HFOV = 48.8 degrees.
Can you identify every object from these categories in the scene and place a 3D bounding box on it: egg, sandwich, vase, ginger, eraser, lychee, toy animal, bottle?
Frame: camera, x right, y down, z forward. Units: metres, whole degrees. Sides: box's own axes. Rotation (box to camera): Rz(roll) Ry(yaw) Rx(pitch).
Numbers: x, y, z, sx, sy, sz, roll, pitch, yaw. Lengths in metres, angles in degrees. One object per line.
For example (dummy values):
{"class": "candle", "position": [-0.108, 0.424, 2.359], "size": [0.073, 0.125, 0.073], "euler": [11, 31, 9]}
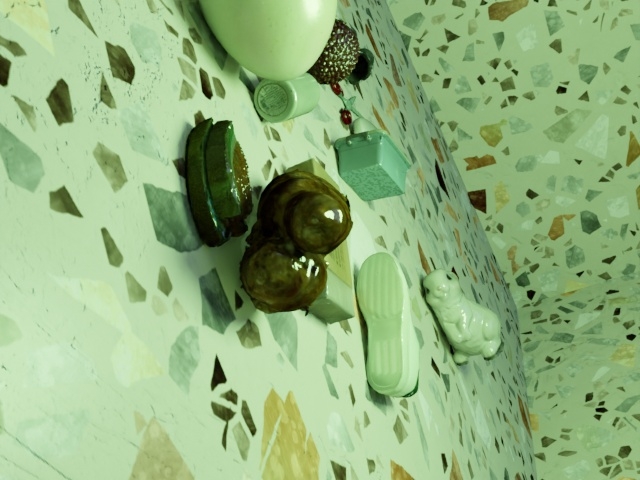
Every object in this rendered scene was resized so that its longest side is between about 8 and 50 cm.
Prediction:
{"class": "egg", "position": [-0.104, -0.499, 1.433], "size": [0.283, 0.282, 0.345], "euler": [-55, 132, -65]}
{"class": "sandwich", "position": [-0.161, -0.092, 1.208], "size": [0.159, 0.079, 0.235], "euler": [51, 28, -42]}
{"class": "vase", "position": [0.133, -0.600, 2.389], "size": [0.116, 0.115, 0.237], "euler": [65, 19, -14]}
{"class": "ginger", "position": [-0.048, -0.006, 1.278], "size": [0.176, 0.254, 0.418], "euler": [31, 14, -10]}
{"class": "eraser", "position": [0.000, 0.000, 1.535], "size": [0.144, 0.078, 0.344], "euler": [41, 36, -52]}
{"class": "lychee", "position": [0.020, -0.513, 1.925], "size": [0.188, 0.188, 0.188], "euler": [51, 28, -41]}
{"class": "toy animal", "position": [0.471, 0.236, 2.386], "size": [0.357, 0.193, 0.258], "euler": [57, 33, -12]}
{"class": "bottle", "position": [-0.066, -0.337, 1.635], "size": [0.104, 0.104, 0.245], "euler": [67, 22, -9]}

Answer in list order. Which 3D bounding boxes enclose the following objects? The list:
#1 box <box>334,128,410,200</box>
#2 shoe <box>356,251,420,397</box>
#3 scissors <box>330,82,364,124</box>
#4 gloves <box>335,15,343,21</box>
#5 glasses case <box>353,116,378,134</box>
{"class": "box", "position": [0.148, -0.212, 1.997], "size": [0.227, 0.162, 0.130], "euler": [39, 48, -54]}
{"class": "shoe", "position": [0.180, 0.212, 1.732], "size": [0.160, 0.131, 0.363], "euler": [42, 39, -51]}
{"class": "scissors", "position": [0.092, -0.431, 2.247], "size": [0.144, 0.017, 0.247], "euler": [71, 19, 1]}
{"class": "gloves", "position": [0.033, -0.654, 2.222], "size": [0.153, 0.070, 0.115], "euler": [-31, 106, -69]}
{"class": "glasses case", "position": [0.162, -0.323, 2.258], "size": [0.233, 0.059, 0.092], "euler": [20, 54, -64]}
